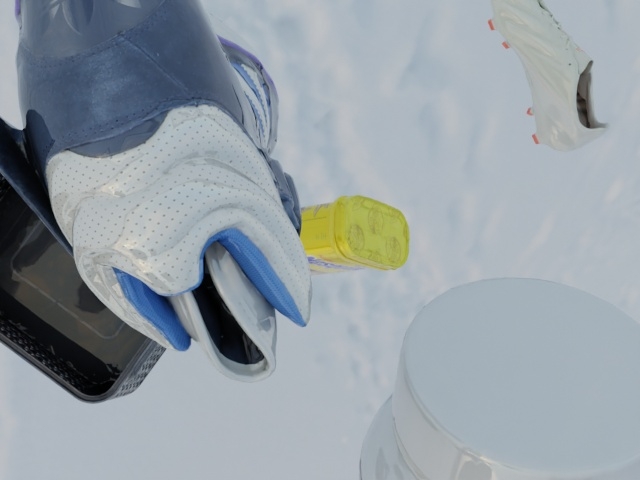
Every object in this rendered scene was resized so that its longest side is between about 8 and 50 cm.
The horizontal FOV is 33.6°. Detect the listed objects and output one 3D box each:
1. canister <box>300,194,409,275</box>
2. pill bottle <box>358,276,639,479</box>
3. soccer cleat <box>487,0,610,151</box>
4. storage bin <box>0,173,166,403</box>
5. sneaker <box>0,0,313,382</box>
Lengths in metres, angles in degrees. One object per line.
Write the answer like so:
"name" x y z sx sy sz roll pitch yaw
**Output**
"canister" 0.000 0.000 1.242 0.170 0.073 0.126 -8 164 38
"pill bottle" 0.138 0.234 0.839 0.224 0.224 0.392 -27 138 -32
"soccer cleat" 0.218 -0.181 1.008 0.076 0.196 0.068 -15 -171 45
"storage bin" -0.191 0.026 0.793 0.122 0.180 0.084 -54 177 -3
"sneaker" -0.075 -0.020 0.616 0.130 0.236 0.323 -18 163 2
